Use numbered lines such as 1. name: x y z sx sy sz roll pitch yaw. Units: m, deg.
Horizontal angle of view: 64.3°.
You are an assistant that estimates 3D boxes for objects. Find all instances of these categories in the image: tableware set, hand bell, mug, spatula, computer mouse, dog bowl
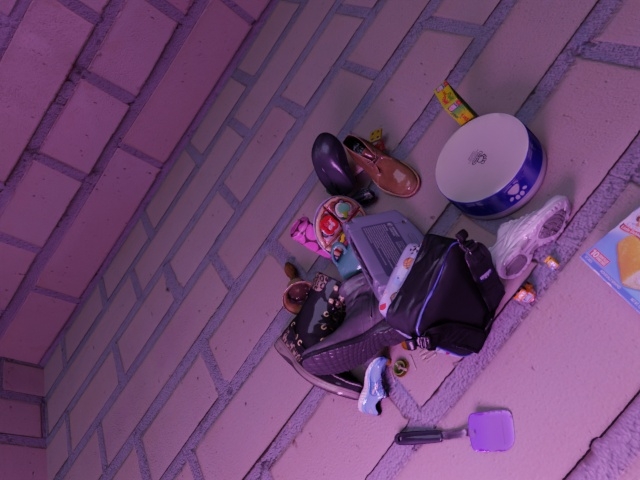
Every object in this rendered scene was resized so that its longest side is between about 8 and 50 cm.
1. tableware set: 0.225 0.291 1.329 0.154 0.024 0.104 -41 42 25
2. hand bell: -0.091 0.138 1.737 0.126 0.126 0.242 -52 27 11
3. mug: 0.102 0.069 1.503 0.157 0.129 0.097 39 112 12
4. spatula: 0.292 0.442 1.155 0.296 0.030 0.084 -24 53 37
5. computer mouse: 0.048 -0.218 1.661 0.188 0.272 0.072 -15 16 46
6. dog bowl: 0.437 -0.193 1.325 0.264 0.104 0.265 -27 50 36

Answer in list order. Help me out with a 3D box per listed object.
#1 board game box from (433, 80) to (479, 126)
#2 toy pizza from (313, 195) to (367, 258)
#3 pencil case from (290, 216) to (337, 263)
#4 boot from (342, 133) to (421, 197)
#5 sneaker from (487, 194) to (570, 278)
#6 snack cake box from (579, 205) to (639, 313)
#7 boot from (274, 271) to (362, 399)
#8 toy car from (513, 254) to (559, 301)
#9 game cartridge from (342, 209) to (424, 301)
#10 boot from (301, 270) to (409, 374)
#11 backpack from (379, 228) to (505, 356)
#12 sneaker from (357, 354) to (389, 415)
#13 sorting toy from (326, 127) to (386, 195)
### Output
1. board game box: 0.393 -0.355 1.410 0.043 0.181 0.092 -39 43 25
2. toy pizza: 0.073 -0.042 1.565 0.032 0.201 0.202 -22 50 63
3. pencil case: 0.000 0.000 1.610 0.095 0.209 0.098 -42 34 23
4. boot: 0.181 -0.236 1.598 0.305 0.115 0.112 42 102 33
5. sneaker: 0.476 -0.027 1.195 0.232 0.090 0.115 -49 36 14
6. snack cake box: 0.643 0.077 0.941 0.152 0.089 0.264 -48 40 18
7. boot: 0.032 0.264 1.480 0.377 0.138 0.284 23 85 57
8. toy car: 0.486 0.092 1.137 0.040 0.060 0.122 43 110 19
9. game cartridge: 0.200 0.034 1.396 0.297 0.197 0.062 -114 22 -45
10. boot: 0.086 0.208 1.368 0.337 0.118 0.223 -21 46 -6
11. backpack: 0.284 0.139 1.168 0.213 0.263 0.277 22 80 57
12. sneaker: 0.154 0.379 1.328 0.073 0.063 0.162 16 96 33
13. sorting toy: 0.126 -0.271 1.765 0.274 0.046 0.132 -38 44 23
